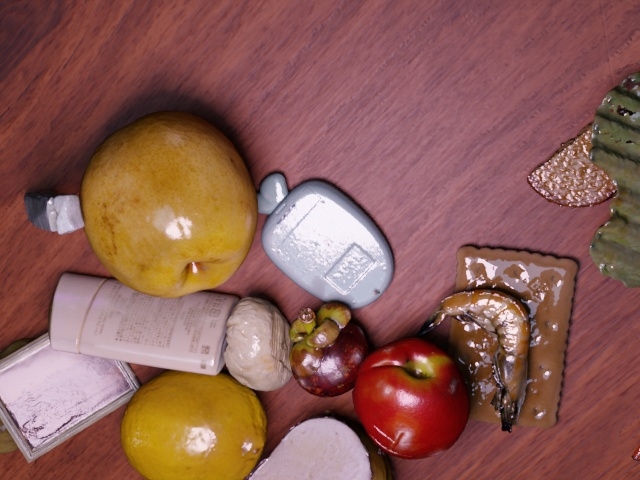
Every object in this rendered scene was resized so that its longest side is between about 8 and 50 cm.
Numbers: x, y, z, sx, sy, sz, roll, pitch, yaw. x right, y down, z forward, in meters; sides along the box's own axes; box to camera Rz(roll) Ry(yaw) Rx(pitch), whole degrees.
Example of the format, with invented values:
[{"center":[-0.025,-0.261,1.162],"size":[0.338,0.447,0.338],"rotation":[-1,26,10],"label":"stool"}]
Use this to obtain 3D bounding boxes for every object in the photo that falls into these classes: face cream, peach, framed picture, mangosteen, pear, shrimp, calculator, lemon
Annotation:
[{"center":[-0.333,0.149,1.793],"size":[0.349,0.173,0.081],"rotation":[7,138,9],"label":"face cream"},{"center":[0.153,0.278,1.693],"size":[0.196,0.189,0.226],"rotation":[-10,141,-14],"label":"peach"},{"center":[-0.488,0.270,1.852],"size":[0.252,0.014,0.197],"rotation":[-32,95,-16],"label":"framed picture"},{"center":[-0.002,0.190,1.741],"size":[0.181,0.155,0.146],"rotation":[39,136,-21],"label":"mangosteen"},{"center":[-0.256,-0.060,1.661],"size":[0.315,0.314,0.314],"rotation":[2,102,9],"label":"pear"},{"center":[0.268,0.209,1.721],"size":[0.198,0.051,0.261],"rotation":[2,106,21],"label":"shrimp"},{"center":[0.000,0.000,1.759],"size":[0.295,0.042,0.184],"rotation":[41,105,-2],"label":"calculator"},{"center":[-0.229,0.342,1.777],"size":[0.263,0.236,0.235],"rotation":[16,104,2],"label":"lemon"}]

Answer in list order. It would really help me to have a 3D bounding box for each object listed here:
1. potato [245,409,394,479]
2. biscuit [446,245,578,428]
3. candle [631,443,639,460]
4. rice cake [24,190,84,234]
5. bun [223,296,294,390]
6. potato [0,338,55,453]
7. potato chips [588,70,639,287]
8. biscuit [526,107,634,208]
[{"center":[0.004,0.471,1.771],"size":[0.246,0.196,0.299],"rotation":[39,91,28],"label":"potato"},{"center":[0.331,0.174,1.741],"size":[0.217,0.044,0.324],"rotation":[8,104,10],"label":"biscuit"},{"center":[0.606,0.321,1.737],"size":[0.026,0.021,0.167],"rotation":[24,105,-23],"label":"candle"},{"center":[-0.462,-0.052,1.692],"size":[0.063,0.336,0.066],"rotation":[-14,100,-20],"label":"rice cake"},{"center":[-0.115,0.186,1.756],"size":[0.111,0.188,0.164],"rotation":[-4,67,16],"label":"bun"},{"center":[-0.604,0.313,1.899],"size":[0.160,0.111,0.271],"rotation":[43,106,-3],"label":"potato"},{"center":[0.624,-0.100,1.593],"size":[0.390,0.097,0.373],"rotation":[-4,101,4],"label":"potato chips"},{"center":[0.460,-0.125,1.662],"size":[0.206,0.025,0.126],"rotation":[-36,94,15],"label":"biscuit"}]
